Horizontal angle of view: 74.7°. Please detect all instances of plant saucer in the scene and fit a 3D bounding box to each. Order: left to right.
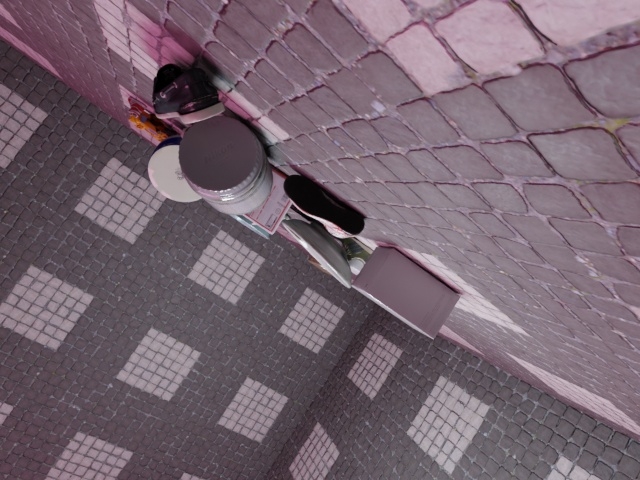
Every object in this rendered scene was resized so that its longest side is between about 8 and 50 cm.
[{"bbox_3d":[0.009,0.029,1.756,0.400,0.100,0.400,44,176,4],"label":"plant saucer"}]

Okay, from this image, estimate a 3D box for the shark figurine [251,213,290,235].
[{"bbox_3d":[-0.224,-0.133,2.193,0.278,0.166,0.116,14,-142,-52],"label":"shark figurine"}]

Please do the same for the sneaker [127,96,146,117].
[{"bbox_3d":[-0.797,-0.566,1.786,0.118,0.067,0.042,30,172,30],"label":"sneaker"}]

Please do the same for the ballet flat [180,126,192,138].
[{"bbox_3d":[-0.472,-0.380,1.567,0.079,0.076,0.221,37,178,5],"label":"ballet flat"}]

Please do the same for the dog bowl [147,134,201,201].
[{"bbox_3d":[-0.568,-0.295,1.741,0.265,0.265,0.104,37,-154,-25],"label":"dog bowl"}]

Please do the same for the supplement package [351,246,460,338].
[{"bbox_3d":[0.287,0.172,1.442,0.293,0.175,0.177,35,175,-10],"label":"supplement package"}]

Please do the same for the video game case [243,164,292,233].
[{"bbox_3d":[-0.228,-0.175,1.384,0.285,0.204,0.025,34,-153,-1],"label":"video game case"}]

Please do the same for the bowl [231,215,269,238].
[{"bbox_3d":[-0.372,-0.158,2.291,0.312,0.163,0.311,33,174,4],"label":"bowl"}]

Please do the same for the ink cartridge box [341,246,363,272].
[{"bbox_3d":[0.156,0.096,1.947,0.140,0.082,0.191,35,174,-7],"label":"ink cartridge box"}]

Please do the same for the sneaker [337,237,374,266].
[{"bbox_3d":[0.126,0.040,1.650,0.192,0.086,0.064,34,174,2],"label":"sneaker"}]

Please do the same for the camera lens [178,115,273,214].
[{"bbox_3d":[-0.252,-0.197,1.166,0.219,0.219,0.274,33,174,4],"label":"camera lens"}]

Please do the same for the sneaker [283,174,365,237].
[{"bbox_3d":[0.001,-0.093,1.275,0.270,0.090,0.145,31,171,-4],"label":"sneaker"}]

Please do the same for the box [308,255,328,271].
[{"bbox_3d":[0.046,0.122,2.497,0.148,0.121,0.311,36,173,-12],"label":"box"}]

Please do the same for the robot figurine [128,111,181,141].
[{"bbox_3d":[-0.717,-0.484,1.924,0.291,0.085,0.211,35,174,-8],"label":"robot figurine"}]

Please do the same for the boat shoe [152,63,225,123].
[{"bbox_3d":[-0.323,-0.343,0.954,0.340,0.127,0.113,37,150,55],"label":"boat shoe"}]

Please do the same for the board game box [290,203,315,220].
[{"bbox_3d":[-0.103,-0.142,1.702,0.186,0.026,0.126,35,173,-12],"label":"board game box"}]
